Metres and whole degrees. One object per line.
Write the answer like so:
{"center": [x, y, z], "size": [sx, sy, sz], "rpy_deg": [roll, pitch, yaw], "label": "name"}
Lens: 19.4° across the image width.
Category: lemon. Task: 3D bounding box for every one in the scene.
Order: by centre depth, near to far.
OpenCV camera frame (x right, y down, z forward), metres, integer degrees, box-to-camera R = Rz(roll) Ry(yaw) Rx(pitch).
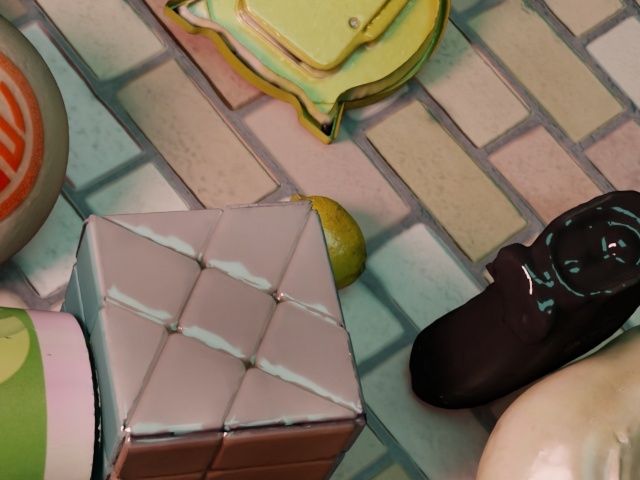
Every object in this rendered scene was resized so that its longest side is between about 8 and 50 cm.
{"center": [0.000, 0.000, 1.886], "size": [0.082, 0.082, 0.111], "rpy_deg": [-27, 68, -26], "label": "lemon"}

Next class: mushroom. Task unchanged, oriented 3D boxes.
{"center": [0.315, 0.223, 1.714], "size": [0.353, 0.353, 0.325], "rpy_deg": [5, 46, -12], "label": "mushroom"}

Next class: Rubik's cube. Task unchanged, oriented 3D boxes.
{"center": [-0.108, 0.120, 1.706], "size": [0.221, 0.224, 0.231], "rpy_deg": [-4, 62, -18], "label": "Rubik's cube"}

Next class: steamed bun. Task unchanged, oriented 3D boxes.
{"center": [-0.359, -0.096, 1.734], "size": [0.283, 0.177, 0.283], "rpy_deg": [-1, 92, -30], "label": "steamed bun"}

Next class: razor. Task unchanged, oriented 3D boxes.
{"center": [0.206, 0.066, 1.761], "size": [0.189, 0.327, 0.107], "rpy_deg": [-25, 78, -23], "label": "razor"}

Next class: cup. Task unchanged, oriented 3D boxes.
{"center": [-0.348, 0.158, 1.626], "size": [0.274, 0.253, 0.253], "rpy_deg": [2, 62, -22], "label": "cup"}

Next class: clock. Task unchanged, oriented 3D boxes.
{"center": [-0.001, -0.270, 2.037], "size": [0.277, 0.071, 0.293], "rpy_deg": [45, 72, 1], "label": "clock"}
